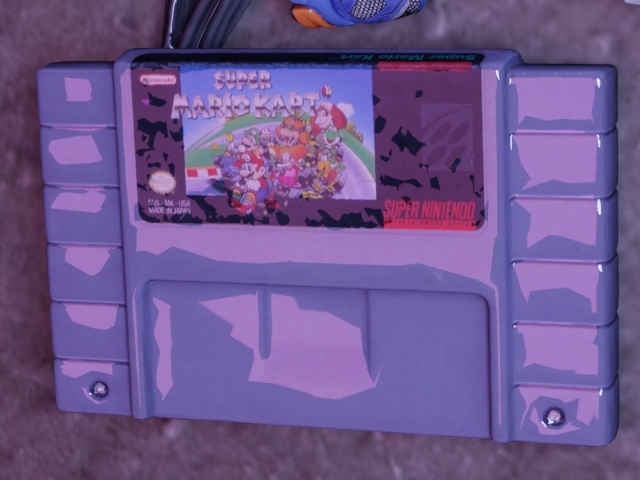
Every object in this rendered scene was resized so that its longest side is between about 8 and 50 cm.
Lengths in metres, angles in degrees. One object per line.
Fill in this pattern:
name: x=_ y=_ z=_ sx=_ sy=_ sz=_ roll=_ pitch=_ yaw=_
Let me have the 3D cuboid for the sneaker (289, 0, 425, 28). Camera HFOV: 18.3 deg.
sneaker: x=0.036 y=-0.230 z=1.157 sx=0.087 sy=0.083 sz=0.221 roll=10 pitch=112 yaw=18

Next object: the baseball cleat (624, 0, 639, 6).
baseball cleat: x=0.230 y=-0.159 z=1.038 sx=0.205 sy=0.072 sz=0.109 roll=15 pitch=102 yaw=27

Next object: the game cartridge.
game cartridge: x=0.000 y=0.000 z=1.187 sx=0.355 sy=0.068 sz=0.230 roll=2 pitch=106 yaw=19

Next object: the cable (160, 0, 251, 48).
cable: x=-0.080 y=-0.084 z=1.290 sx=0.139 sy=0.072 sz=0.287 roll=11 pitch=95 yaw=49
